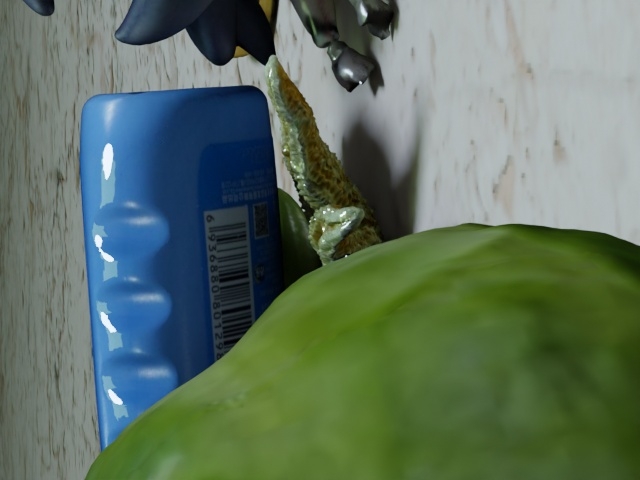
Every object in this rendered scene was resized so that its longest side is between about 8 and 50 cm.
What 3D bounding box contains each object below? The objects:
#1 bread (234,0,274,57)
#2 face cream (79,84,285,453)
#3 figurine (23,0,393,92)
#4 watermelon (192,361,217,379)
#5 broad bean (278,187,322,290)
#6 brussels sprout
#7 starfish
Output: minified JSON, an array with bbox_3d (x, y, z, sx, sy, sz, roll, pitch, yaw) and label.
[{"bbox_3d":[-0.048,-0.157,1.137,0.110,0.024,0.110,178,90,-76],"label":"bread"},{"bbox_3d":[-0.058,0.061,0.916,0.149,0.083,0.264,-15,-78,-70],"label":"face cream"},{"bbox_3d":[-0.062,-0.202,0.935,0.175,0.197,0.265,-45,38,36],"label":"figurine"},{"bbox_3d":[-0.003,0.104,0.775,0.187,0.140,0.141,125,142,-59],"label":"watermelon"},{"bbox_3d":[-0.027,0.094,1.019,0.075,0.067,0.325,5,95,43],"label":"broad bean"},{"bbox_3d":[0.040,0.106,0.488,0.271,0.210,0.219,-116,5,-81],"label":"brussels sprout"},{"bbox_3d":[0.000,0.000,0.901,0.208,0.053,0.176,93,168,-46],"label":"starfish"}]
